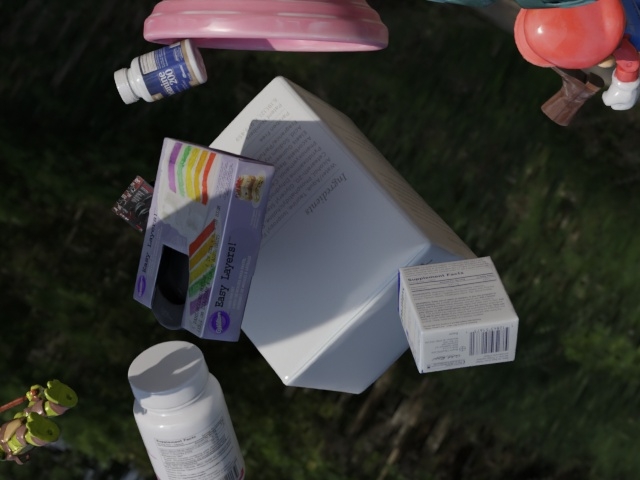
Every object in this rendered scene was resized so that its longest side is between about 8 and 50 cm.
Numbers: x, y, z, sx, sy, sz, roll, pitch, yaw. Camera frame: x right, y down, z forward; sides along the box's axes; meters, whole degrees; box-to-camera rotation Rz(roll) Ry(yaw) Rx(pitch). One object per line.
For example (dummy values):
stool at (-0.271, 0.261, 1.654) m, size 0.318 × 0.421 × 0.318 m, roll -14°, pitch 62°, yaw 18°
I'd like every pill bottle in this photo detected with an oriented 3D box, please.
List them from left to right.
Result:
pill bottle at (-0.226, -0.235, 1.829) m, size 0.067 × 0.120 × 0.067 m, roll -19°, pitch -90°, yaw -84°
pill bottle at (-0.238, 0.326, 2.292) m, size 0.160 × 0.160 × 0.283 m, roll 28°, pitch 142°, yaw 44°

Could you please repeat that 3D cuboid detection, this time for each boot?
boot at (0.361, -0.228, 1.971) m, size 0.106 × 0.037 × 0.114 m, roll 31°, pitch 146°, yaw -6°

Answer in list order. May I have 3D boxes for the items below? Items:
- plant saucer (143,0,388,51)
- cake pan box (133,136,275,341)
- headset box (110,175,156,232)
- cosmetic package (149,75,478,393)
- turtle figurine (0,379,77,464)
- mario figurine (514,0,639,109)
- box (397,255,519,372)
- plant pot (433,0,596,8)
plant saucer at (-0.072, -0.306, 1.757) m, size 0.332 × 0.084 × 0.332 m, roll 1°, pitch -174°, yaw 0°
cake pan box at (-0.173, -0.002, 1.857) m, size 0.070 × 0.267 × 0.245 m, roll 9°, pitch -172°, yaw -31°
headset box at (-0.306, -0.065, 2.212) m, size 0.062 × 0.083 × 0.032 m, roll 42°, pitch 175°, yaw -36°
cosmetic package at (0.000, 0.000, 2.162) m, size 0.394 × 0.327 × 0.329 m, roll 49°, pitch -169°, yaw 22°
turtle figurine at (-0.482, 0.312, 2.030) m, size 0.217 × 0.269 × 0.087 m, roll -29°, pitch 102°, yaw 40°
mario figurine at (0.351, -0.285, 1.733) m, size 0.198 × 0.170 × 0.320 m, roll 39°, pitch -150°, yaw 26°
box at (0.172, 0.093, 1.650) m, size 0.126 × 0.072 × 0.137 m, roll -7°, pitch -144°, yaw -6°
plant pot at (0.177, -0.414, 1.257) m, size 0.341 × 0.334 × 0.341 m, roll 7°, pitch 179°, yaw 0°
